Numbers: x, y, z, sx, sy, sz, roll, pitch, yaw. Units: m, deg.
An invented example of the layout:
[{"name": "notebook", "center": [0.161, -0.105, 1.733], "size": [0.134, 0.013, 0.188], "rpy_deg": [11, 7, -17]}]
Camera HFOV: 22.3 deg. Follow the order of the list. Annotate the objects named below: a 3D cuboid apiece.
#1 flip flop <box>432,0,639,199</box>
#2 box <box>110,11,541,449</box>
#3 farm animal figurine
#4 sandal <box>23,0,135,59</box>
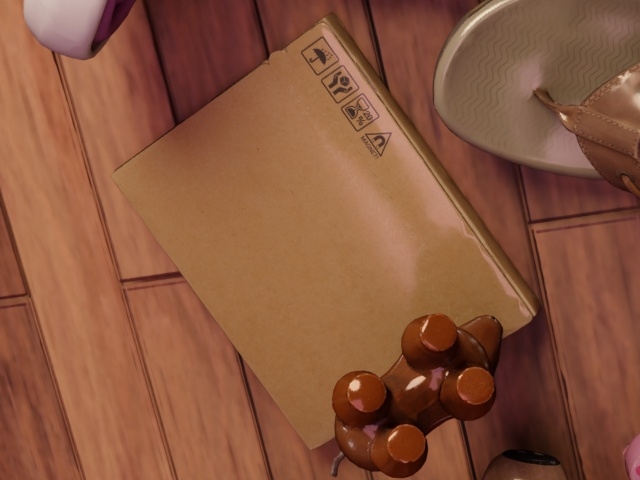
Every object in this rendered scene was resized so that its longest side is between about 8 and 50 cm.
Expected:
[{"name": "flip flop", "center": [0.189, -0.054, 0.802], "size": [0.277, 0.080, 0.112], "rpy_deg": [21, 113, 10]}, {"name": "box", "center": [0.000, 0.000, 0.912], "size": [0.164, 0.021, 0.201], "rpy_deg": [-33, 97, 24]}, {"name": "farm animal figurine", "center": [0.135, 0.196, 0.843], "size": [0.330, 0.172, 0.327], "rpy_deg": [23, 77, 2]}, {"name": "sandal", "center": [-0.017, -0.260, 0.759], "size": [0.102, 0.169, 0.416], "rpy_deg": [27, 118, -7]}]
